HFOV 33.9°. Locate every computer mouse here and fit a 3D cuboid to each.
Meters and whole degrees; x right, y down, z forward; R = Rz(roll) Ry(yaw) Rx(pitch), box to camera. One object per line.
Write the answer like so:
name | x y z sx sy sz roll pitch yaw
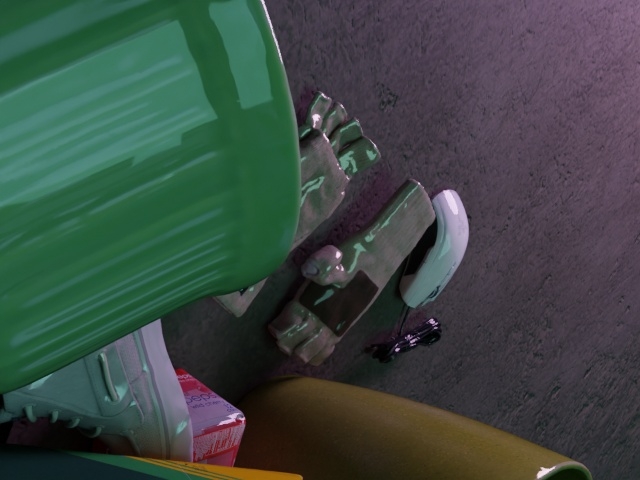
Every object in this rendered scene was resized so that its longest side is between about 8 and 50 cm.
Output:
computer mouse | 0.118 0.041 1.120 0.106 0.042 0.193 -6 118 -49

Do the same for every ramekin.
ramekin | -0.158 -0.078 0.480 0.148 0.303 0.303 -32 136 -25

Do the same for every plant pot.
plant pot | 0.046 0.248 0.952 0.275 0.294 0.274 -31 136 -36

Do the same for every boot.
boot | -0.168 0.091 0.698 0.123 0.095 0.258 -29 126 -32

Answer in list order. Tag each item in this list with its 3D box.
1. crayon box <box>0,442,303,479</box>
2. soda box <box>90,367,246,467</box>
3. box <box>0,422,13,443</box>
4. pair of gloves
crayon box | -0.175 0.319 0.658 0.313 0.106 0.362 13 94 -27
soda box | -0.150 0.245 0.879 0.083 0.092 0.263 -4 116 -51
box | -0.282 0.114 0.666 0.191 0.045 0.184 10 102 -54
pair of gloves | 0.000 0.000 0.946 0.204 0.042 0.240 -54 143 -5
